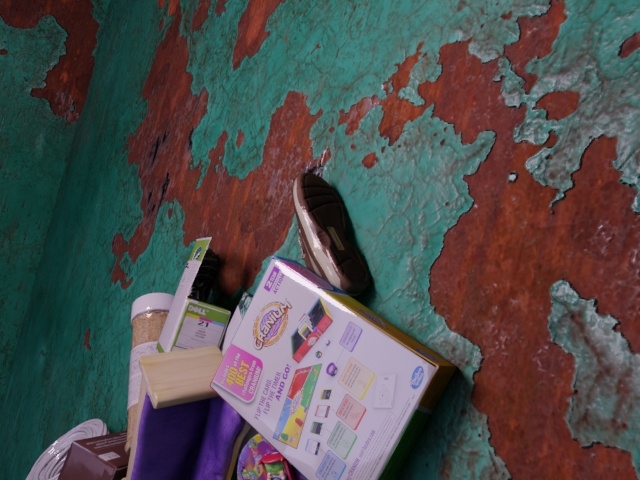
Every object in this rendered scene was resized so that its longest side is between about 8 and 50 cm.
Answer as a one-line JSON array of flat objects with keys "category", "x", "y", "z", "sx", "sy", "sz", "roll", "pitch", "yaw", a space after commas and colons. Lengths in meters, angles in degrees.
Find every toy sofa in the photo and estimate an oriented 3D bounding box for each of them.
[{"category": "toy sofa", "x": -0.255, "y": 0.383, "z": 1.027, "sx": 0.177, "sy": 0.150, "sz": 0.362, "roll": 50, "pitch": 132, "yaw": 45}]

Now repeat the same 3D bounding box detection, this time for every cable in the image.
[{"category": "cable", "x": -0.647, "y": 0.589, "z": 1.473, "sx": 0.257, "sy": 0.089, "sz": 0.257, "roll": -41, "pitch": 22, "yaw": -17}]

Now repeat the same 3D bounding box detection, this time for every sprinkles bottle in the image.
[{"category": "sprinkles bottle", "x": -0.366, "y": 0.293, "z": 1.269, "sx": 0.121, "sy": 0.121, "sz": 0.355, "roll": -42, "pitch": 43, "yaw": 35}]

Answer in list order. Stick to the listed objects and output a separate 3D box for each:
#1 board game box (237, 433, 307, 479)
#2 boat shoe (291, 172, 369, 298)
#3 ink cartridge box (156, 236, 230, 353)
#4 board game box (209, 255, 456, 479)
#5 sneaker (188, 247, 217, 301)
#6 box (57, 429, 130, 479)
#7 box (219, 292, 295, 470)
[{"category": "board game box", "x": -0.058, "y": 0.375, "z": 0.872, "sx": 0.169, "sy": 0.033, "sz": 0.133, "roll": 31, "pitch": 104, "yaw": 14}, {"category": "boat shoe", "x": -0.007, "y": -0.001, "z": 0.968, "sx": 0.095, "sy": 0.095, "sz": 0.257, "roll": -50, "pitch": 44, "yaw": 37}, {"category": "ink cartridge box", "x": -0.247, "y": 0.128, "z": 1.182, "sx": 0.189, "sy": 0.097, "sz": 0.255, "roll": -4, "pitch": 66, "yaw": 70}, {"category": "board game box", "x": 0.001, "y": 0.198, "z": 0.827, "sx": 0.317, "sy": 0.064, "sz": 0.242, "roll": 32, "pitch": 99, "yaw": 34}, {"category": "sneaker", "x": -0.293, "y": 0.089, "z": 1.320, "sx": 0.073, "sy": 0.064, "sz": 0.162, "roll": 34, "pitch": 104, "yaw": 54}, {"category": "box", "x": -0.492, "y": 0.621, "z": 1.216, "sx": 0.143, "sy": 0.191, "sz": 0.381, "roll": 21, "pitch": 86, "yaw": 22}, {"category": "box", "x": -0.098, "y": 0.270, "z": 1.014, "sx": 0.322, "sy": 0.059, "sz": 0.232, "roll": 39, "pitch": 108, "yaw": 48}]
